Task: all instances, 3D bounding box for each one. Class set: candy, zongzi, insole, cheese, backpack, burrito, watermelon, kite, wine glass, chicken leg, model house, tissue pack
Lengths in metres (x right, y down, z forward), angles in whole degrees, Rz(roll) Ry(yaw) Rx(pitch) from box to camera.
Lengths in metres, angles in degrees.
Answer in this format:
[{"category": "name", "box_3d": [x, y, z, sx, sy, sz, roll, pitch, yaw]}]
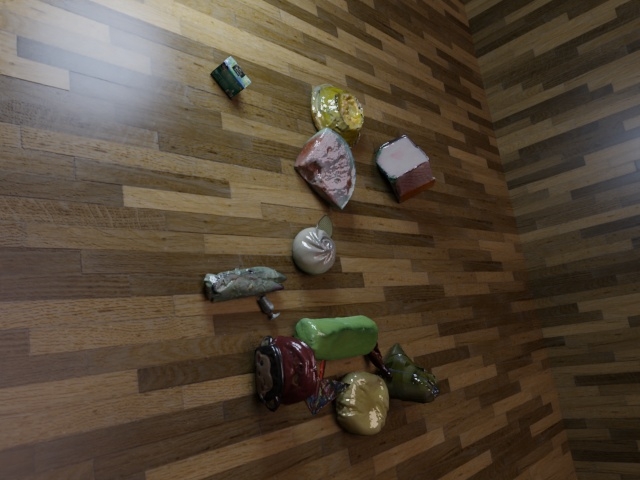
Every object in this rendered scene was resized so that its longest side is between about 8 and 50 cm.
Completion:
[{"category": "candy", "box_3d": [0.061, 0.341, 1.817, 0.344, 0.132, 0.142, 8, 113, -44]}, {"category": "zongzi", "box_3d": [0.360, 0.500, 1.984, 0.274, 0.251, 0.125, -48, 129, -47]}, {"category": "insole", "box_3d": [0.000, 0.000, 1.960, 0.086, 0.005, 0.253, 46, 47, -26]}, {"category": "cheese", "box_3d": [0.145, 0.580, 1.826, 0.226, 0.117, 0.213, 24, 62, -34]}, {"category": "backpack", "box_3d": [-0.099, 0.392, 1.543, 0.139, 0.229, 0.229, 9, 70, -50]}, {"category": "burrito", "box_3d": [-0.229, 0.131, 1.615, 0.309, 0.066, 0.096, -3, 83, -48]}, {"category": "watermelon", "box_3d": [0.006, -0.271, 2.006, 0.226, 0.148, 0.318, -18, 103, -32]}, {"category": "kite", "box_3d": [-0.009, 0.490, 1.714, 0.232, 0.009, 0.189, 12, 88, -20]}, {"category": "wine glass", "box_3d": [-0.169, 0.215, 1.668, 0.083, 0.042, 0.039, 60, 13, -9]}, {"category": "chicken leg", "box_3d": [0.209, 0.428, 1.954, 0.053, 0.093, 0.205, -25, 78, -24]}, {"category": "model house", "box_3d": [0.389, -0.315, 2.387, 0.237, 0.202, 0.237, 58, -1, 42]}, {"category": "tissue pack", "box_3d": [-0.305, -0.569, 1.781, 0.111, 0.085, 0.079, 50, 44, -21]}]

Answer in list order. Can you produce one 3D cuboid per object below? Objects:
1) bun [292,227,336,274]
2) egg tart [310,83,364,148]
[{"category": "bun", "box_3d": [-0.012, 0.034, 1.841, 0.173, 0.120, 0.172, 18, 61, -36]}, {"category": "egg tart", "box_3d": [0.090, -0.537, 2.175, 0.315, 0.120, 0.314, 21, 61, -43]}]
